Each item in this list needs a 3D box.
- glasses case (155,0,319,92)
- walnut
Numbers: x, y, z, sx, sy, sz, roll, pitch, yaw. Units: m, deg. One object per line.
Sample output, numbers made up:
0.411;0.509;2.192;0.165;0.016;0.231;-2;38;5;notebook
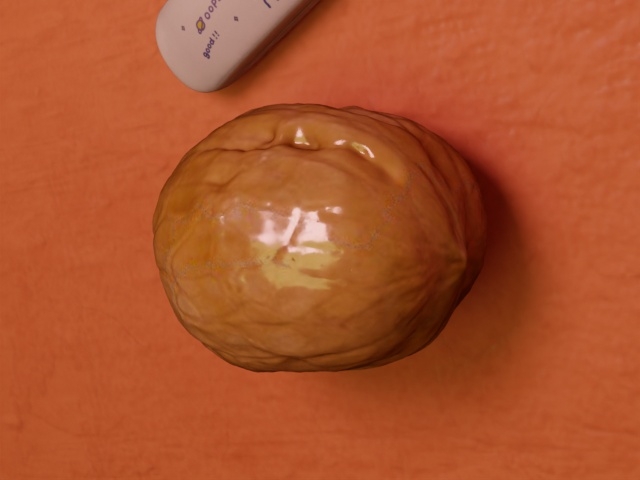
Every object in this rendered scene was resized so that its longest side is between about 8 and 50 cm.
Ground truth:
-0.046;-0.178;0.986;0.197;0.049;0.076;-39;84;37;glasses case
0.000;0.000;0.932;0.222;0.195;0.195;4;110;33;walnut
